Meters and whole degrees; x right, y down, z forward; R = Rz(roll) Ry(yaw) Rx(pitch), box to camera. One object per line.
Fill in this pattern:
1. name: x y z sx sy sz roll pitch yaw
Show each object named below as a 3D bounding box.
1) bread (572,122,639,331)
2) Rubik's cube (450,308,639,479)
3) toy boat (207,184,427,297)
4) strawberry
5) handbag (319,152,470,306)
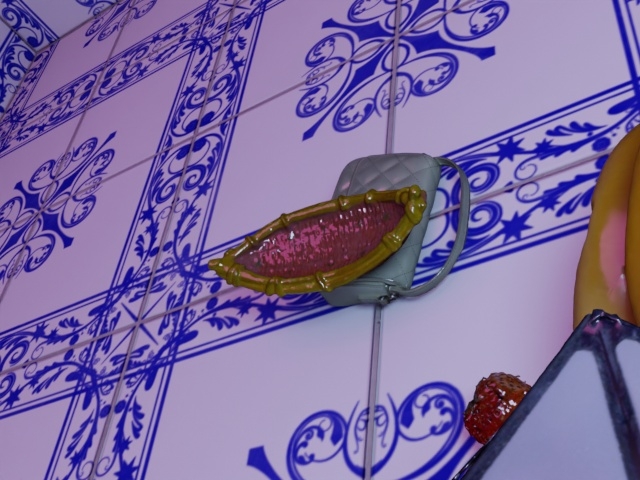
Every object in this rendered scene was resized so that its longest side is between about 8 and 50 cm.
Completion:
1. bread: 0.404 0.015 0.746 0.245 0.328 0.424 115 179 -62
2. Rubik's cube: 0.229 0.277 0.500 0.307 0.305 0.310 -47 45 -16
3. toy boat: 0.005 0.003 1.086 0.317 0.099 0.141 -19 51 25
4. strawberry: 0.198 0.180 0.860 0.096 0.083 0.083 25 72 39
5. handbag: 0.105 -0.023 1.162 0.219 0.079 0.256 -7 51 35
